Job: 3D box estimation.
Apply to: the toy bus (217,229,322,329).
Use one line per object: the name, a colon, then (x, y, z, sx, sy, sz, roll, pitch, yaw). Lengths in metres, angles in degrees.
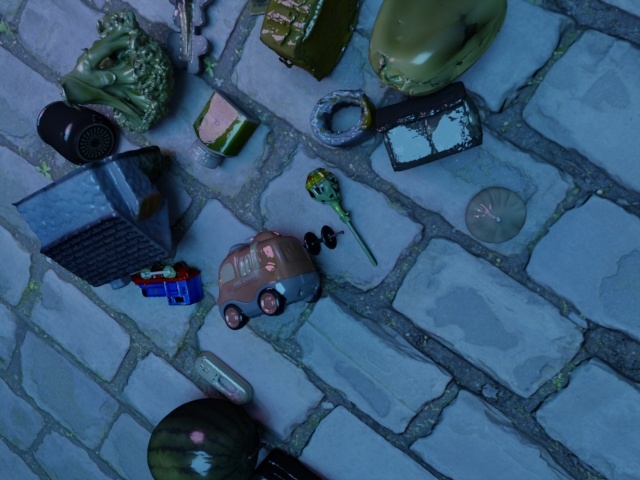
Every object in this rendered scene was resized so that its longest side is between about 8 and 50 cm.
toy bus: (-0.153, 0.098, 1.093, 0.288, 0.194, 0.231, -23, 84, 33)

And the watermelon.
watermelon: (-0.333, 0.614, 1.203, 0.360, 0.279, 0.278, -7, 98, 29)

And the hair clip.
hair clip: (-0.362, -0.589, 1.111, 0.147, 0.075, 0.256, 9, 109, 18)

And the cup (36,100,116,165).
cup: (-0.733, -0.304, 1.236, 0.177, 0.169, 0.222, 27, 137, 15)

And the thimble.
thimble: (0.061, -0.298, 1.006, 0.152, 0.118, 0.127, -9, 97, 19)

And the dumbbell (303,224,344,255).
dumbbell: (0.000, 0.000, 1.099, 0.147, 0.069, 0.069, -21, 93, 29)

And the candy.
candy: (0.065, -0.056, 1.074, 0.083, 0.091, 0.305, -33, 96, 10)

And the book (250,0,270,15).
book: (-0.105, -0.686, 1.042, 0.168, 0.013, 0.192, 3, 100, 17)

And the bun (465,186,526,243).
bun: (0.412, -0.055, 0.957, 0.139, 0.094, 0.138, 4, 104, 18)

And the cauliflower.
cauliflower: (-0.544, -0.443, 1.089, 0.260, 0.282, 0.326, 45, 132, 45)

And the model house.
model house: (-0.571, -0.045, 1.171, 0.361, 0.297, 0.338, -20, 101, 20)

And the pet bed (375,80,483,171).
pet bed: (0.244, -0.265, 0.926, 0.211, 0.183, 0.159, -16, 101, 21)

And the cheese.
cheese: (0.232, -0.443, 0.872, 0.260, 0.128, 0.315, 25, 75, 23)

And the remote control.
remote control: (-0.311, 0.439, 1.291, 0.222, 0.042, 0.078, 36, 109, 8)

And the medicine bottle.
medicine bottle: (-0.276, -0.296, 1.124, 0.132, 0.088, 0.188, 42, 108, 6)

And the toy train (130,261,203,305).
toy train: (-0.475, 0.136, 1.266, 0.204, 0.083, 0.130, -4, 101, 18)

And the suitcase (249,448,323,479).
suitcase: (-0.113, 0.860, 1.246, 0.340, 0.188, 0.344, 28, 108, 16)

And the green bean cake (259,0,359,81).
green bean cake: (-0.022, -0.510, 0.937, 0.131, 0.230, 0.223, 31, 105, 16)
